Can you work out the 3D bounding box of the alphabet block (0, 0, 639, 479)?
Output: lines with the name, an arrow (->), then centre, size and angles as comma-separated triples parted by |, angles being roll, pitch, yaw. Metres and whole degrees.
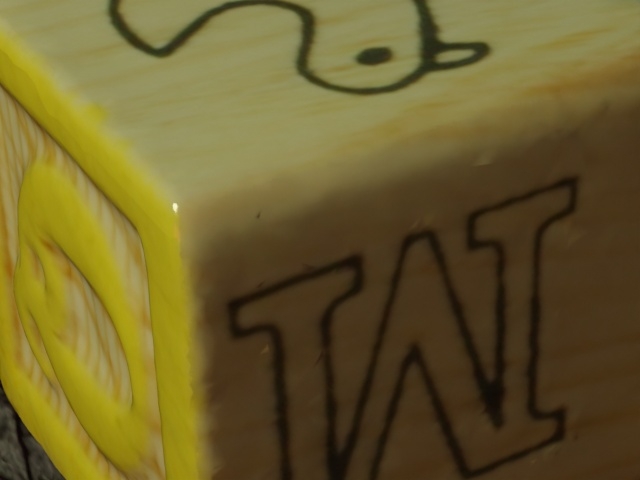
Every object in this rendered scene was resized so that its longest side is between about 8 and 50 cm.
alphabet block -> 0.000, 0.000, 0.713 | 0.192, 0.197, 0.193 | 41, 142, 47
